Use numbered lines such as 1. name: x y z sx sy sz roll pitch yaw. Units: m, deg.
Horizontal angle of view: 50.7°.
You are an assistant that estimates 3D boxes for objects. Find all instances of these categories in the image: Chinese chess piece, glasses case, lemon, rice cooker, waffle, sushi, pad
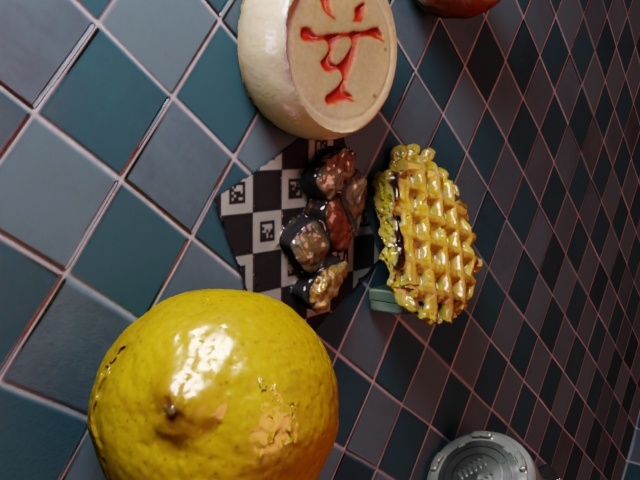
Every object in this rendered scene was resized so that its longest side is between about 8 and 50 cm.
1. Chinese chess piece: -0.001 -0.263 0.931 0.250 0.103 0.249 -12 106 -46
2. glasses case: 0.168 0.095 1.204 0.184 0.078 0.039 -7 99 -49
3. lemon: -0.112 0.186 0.749 0.293 0.293 0.293 -11 105 -48
4. rice cooker: 0.351 0.532 1.375 0.281 0.241 0.227 -35 123 -1
5. waffle: 0.182 -0.014 1.156 0.307 0.060 0.311 -30 97 -51
6. sushi: 0.000 0.000 1.004 0.292 0.059 0.294 -43 127 -36
7. pad: 0.003 -0.026 1.050 0.157 0.003 0.112 3 94 -49

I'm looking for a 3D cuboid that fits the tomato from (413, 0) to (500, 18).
1. tomato: 0.220 -0.452 1.127 0.214 0.181 0.155 16 102 -42
